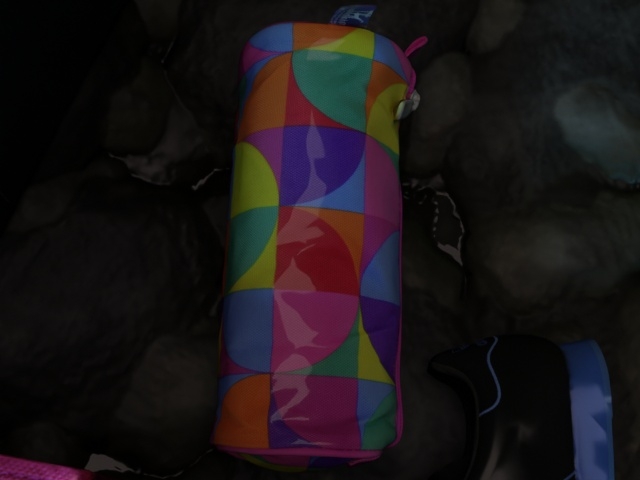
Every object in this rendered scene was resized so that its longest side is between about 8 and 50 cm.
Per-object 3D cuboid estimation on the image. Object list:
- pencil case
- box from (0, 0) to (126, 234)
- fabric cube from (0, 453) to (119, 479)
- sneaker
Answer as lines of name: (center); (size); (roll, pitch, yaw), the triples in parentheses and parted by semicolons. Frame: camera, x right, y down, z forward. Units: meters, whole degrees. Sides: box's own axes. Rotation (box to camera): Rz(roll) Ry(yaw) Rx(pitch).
pencil case: (0.000, 0.000, 0.568); (0.104, 0.104, 0.236); (5, 78, -1)
box: (-0.228, -0.120, 0.462); (0.179, 0.343, 0.312); (24, 76, 4)
fabric cube: (-0.217, 0.202, 0.430); (0.259, 0.254, 0.258); (10, 74, 1)
sneaker: (0.101, 0.161, 0.544); (0.090, 0.081, 0.232); (-1, 69, 0)
